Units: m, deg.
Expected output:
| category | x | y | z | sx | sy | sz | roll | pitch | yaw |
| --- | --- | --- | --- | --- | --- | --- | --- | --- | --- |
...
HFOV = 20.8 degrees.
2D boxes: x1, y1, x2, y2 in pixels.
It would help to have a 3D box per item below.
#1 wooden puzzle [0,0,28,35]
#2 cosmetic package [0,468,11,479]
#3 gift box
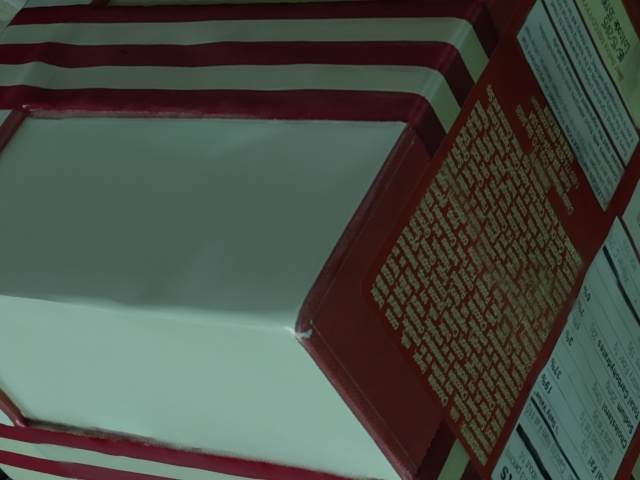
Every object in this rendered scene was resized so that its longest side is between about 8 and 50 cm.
| category | x | y | z | sx | sy | sz | roll | pitch | yaw |
| --- | --- | --- | --- | --- | --- | --- | --- | --- | --- |
| wooden puzzle | -0.338 | -0.139 | 0.914 | 0.322 | 0.080 | 0.348 | 31 | 153 | -31 |
| cosmetic package | -0.131 | 0.173 | 0.855 | 0.377 | 0.284 | 0.097 | 17 | 104 | 10 |
| gift box | 0.000 | 0.000 | 0.702 | 0.258 | 0.276 | 0.255 | 3 | 136 | 37 |
